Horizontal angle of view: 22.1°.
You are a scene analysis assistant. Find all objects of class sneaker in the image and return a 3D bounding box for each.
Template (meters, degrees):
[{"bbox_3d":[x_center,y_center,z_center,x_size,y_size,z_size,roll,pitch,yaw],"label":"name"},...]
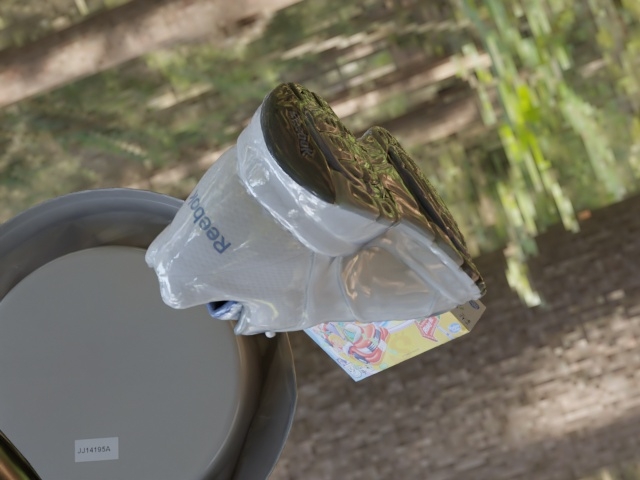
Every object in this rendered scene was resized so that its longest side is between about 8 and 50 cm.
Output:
[{"bbox_3d":[0.000,0.000,0.936,0.111,0.129,0.297,59,-165,24],"label":"sneaker"}]

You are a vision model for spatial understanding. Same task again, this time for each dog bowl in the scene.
[{"bbox_3d":[-0.184,0.133,1.461,0.102,0.349,0.349,67,-172,-71],"label":"dog bowl"}]

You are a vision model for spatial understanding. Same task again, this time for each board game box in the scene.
[{"bbox_3d":[0.037,0.043,1.195,0.103,0.154,0.026,45,-124,-10],"label":"board game box"}]

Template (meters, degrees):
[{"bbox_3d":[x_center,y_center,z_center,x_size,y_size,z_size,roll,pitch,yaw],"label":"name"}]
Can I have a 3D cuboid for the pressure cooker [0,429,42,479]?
[{"bbox_3d":[-0.267,0.205,0.580,0.370,0.420,0.375,65,-176,-63],"label":"pressure cooker"}]
